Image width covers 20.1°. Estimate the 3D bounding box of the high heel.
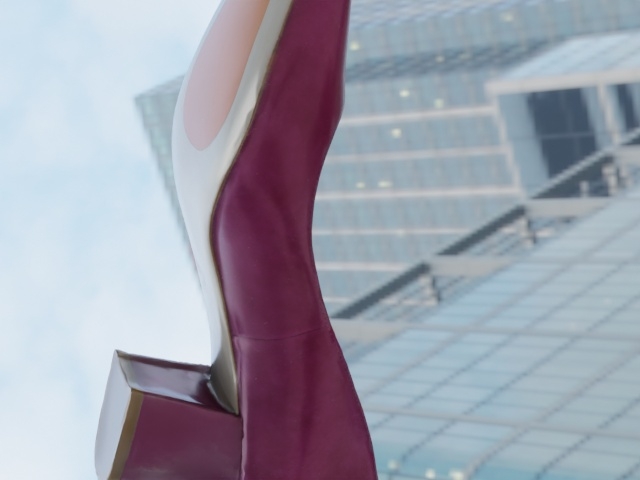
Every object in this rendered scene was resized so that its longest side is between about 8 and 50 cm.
[{"bbox_3d":[0.000,0.000,0.674,0.117,0.082,0.244,10,-72,-20],"label":"high heel"}]
